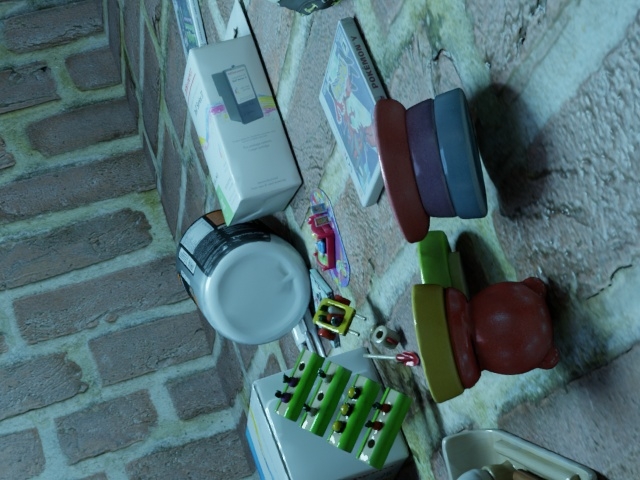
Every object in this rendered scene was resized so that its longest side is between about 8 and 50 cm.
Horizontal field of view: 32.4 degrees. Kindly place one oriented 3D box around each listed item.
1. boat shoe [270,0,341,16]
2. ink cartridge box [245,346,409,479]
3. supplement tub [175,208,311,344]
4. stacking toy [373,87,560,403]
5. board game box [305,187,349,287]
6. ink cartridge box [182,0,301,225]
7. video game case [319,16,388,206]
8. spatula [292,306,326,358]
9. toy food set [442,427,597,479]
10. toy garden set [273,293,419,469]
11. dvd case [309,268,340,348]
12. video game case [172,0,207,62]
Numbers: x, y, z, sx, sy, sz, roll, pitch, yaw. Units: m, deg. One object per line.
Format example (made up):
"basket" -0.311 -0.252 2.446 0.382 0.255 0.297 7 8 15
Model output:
"boat shoe" 0.000 -0.329 1.382 0.081 0.068 0.228 -66 21 -4
"ink cartridge box" 0.002 0.333 1.819 0.270 0.198 0.197 102 149 -63
"supplement tub" -0.159 0.057 2.104 0.338 0.207 0.207 -144 40 -68
"stacking toy" 0.159 -0.009 1.158 0.279 0.130 0.309 -30 -73 -78
"board game box" 0.000 0.000 1.796 0.133 0.033 0.169 159 95 -75
"ink cartridge box" -0.157 -0.225 1.961 0.207 0.119 0.353 131 121 -73
"video game case" 0.049 -0.164 1.455 0.201 0.023 0.183 110 141 -66
"spatula" -0.011 0.221 2.117 0.168 0.019 0.242 124 127 -64
"toy food set" 0.228 0.342 1.201 0.306 0.092 0.220 -174 69 -75
"toy garden set" 0.037 0.191 1.595 0.244 0.049 0.204 17 80 51
"dvd case" 0.008 0.119 1.935 0.087 0.013 0.119 -129 27 -56
"video game case" -0.279 -0.457 2.357 0.190 0.022 0.173 -143 39 -67
